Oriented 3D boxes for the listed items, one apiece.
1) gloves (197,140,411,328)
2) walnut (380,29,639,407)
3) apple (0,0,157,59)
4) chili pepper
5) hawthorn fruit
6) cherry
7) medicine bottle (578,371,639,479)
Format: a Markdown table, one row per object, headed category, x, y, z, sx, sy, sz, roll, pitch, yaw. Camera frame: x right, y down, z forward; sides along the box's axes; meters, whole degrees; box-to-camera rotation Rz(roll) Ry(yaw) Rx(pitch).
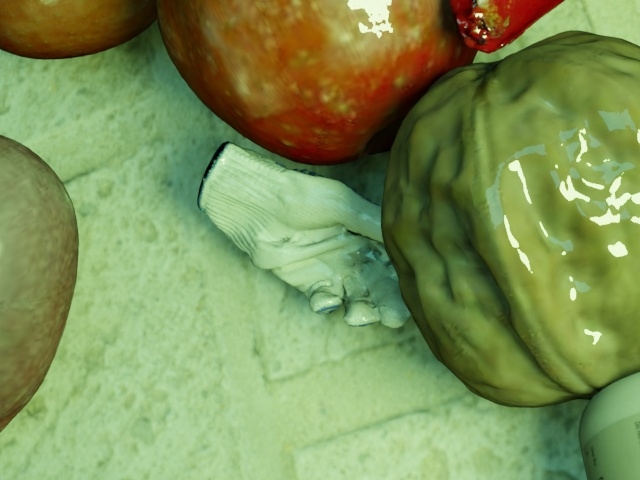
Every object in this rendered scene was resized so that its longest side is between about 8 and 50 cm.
| category | x | y | z | sx | sy | sz | roll | pitch | yaw |
| --- | --- | --- | --- | --- | --- | --- | --- | --- | --- |
| gloves | 0.001 | -0.003 | 1.133 | 0.229 | 0.097 | 0.119 | 38 | 128 | 25 |
| walnut | 0.174 | -0.010 | 0.997 | 0.273 | 0.227 | 0.273 | 0 | 101 | -2 |
| apple | -0.237 | -0.269 | 1.248 | 0.201 | 0.218 | 0.218 | -11 | 69 | 9 |
| chili pepper | 0.187 | -0.253 | 1.083 | 0.110 | 0.110 | 0.387 | 13 | 38 | 24 |
| hawthorn fruit | -0.005 | -0.195 | 1.107 | 0.284 | 0.284 | 0.284 | -6 | 71 | 19 |
| cherry | -0.333 | 0.036 | 1.189 | 0.261 | 0.221 | 0.308 | -5 | 89 | 21 |
| medicine bottle | 0.252 | 0.199 | 0.913 | 0.135 | 0.135 | 0.215 | -17 | 60 | 15 |
